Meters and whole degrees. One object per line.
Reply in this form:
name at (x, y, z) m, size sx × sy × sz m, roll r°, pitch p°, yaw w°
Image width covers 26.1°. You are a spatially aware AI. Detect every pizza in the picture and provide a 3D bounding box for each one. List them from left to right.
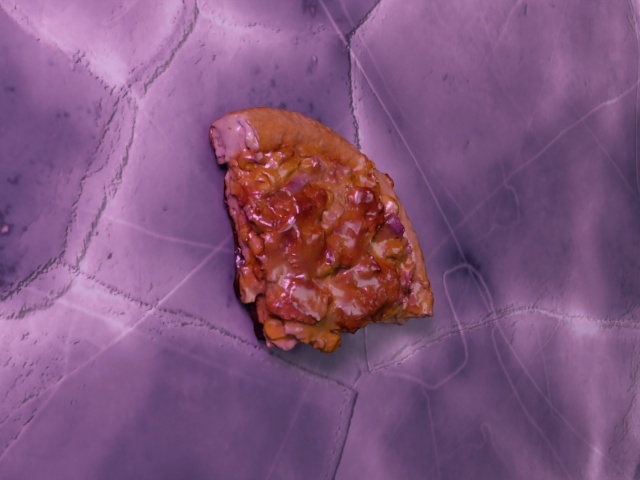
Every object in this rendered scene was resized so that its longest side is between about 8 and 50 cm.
pizza at (0.000, 0.000, 1.680) m, size 0.409 × 0.114 × 0.277 m, roll 49°, pitch 56°, yaw -28°
